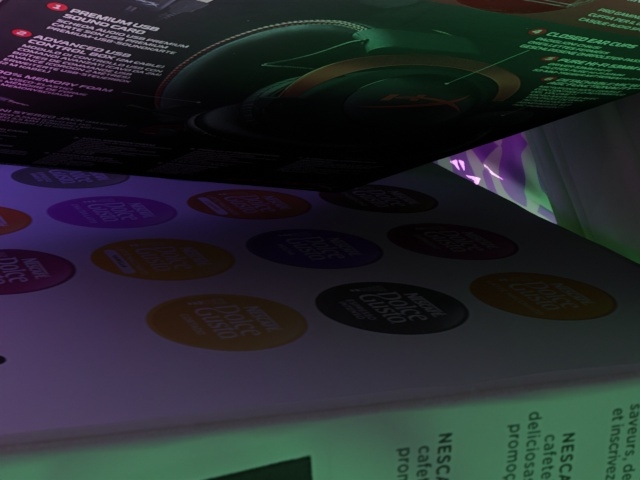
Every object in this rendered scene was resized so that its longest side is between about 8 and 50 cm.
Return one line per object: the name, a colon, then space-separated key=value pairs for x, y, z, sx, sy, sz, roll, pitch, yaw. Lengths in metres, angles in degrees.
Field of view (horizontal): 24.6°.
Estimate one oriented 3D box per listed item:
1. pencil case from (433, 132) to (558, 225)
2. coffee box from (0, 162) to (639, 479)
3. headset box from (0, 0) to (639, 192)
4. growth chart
pencil case: x=0.077 y=-0.033 z=0.856 sx=0.206 sy=0.088 sz=0.086 roll=-9 pitch=168 yaw=38
coffee box: x=-0.062 y=0.157 z=0.598 sx=0.334 sy=0.338 sz=0.337 roll=-4 pitch=-162 yaw=-23
headset box: x=-0.005 y=-0.098 z=0.445 sx=0.218 sy=0.110 sz=0.293 roll=3 pitch=170 yaw=-31
growth chart: x=0.121 y=-0.049 z=0.548 sx=0.021 sy=0.172 sz=0.237 roll=-15 pitch=179 yaw=-13
